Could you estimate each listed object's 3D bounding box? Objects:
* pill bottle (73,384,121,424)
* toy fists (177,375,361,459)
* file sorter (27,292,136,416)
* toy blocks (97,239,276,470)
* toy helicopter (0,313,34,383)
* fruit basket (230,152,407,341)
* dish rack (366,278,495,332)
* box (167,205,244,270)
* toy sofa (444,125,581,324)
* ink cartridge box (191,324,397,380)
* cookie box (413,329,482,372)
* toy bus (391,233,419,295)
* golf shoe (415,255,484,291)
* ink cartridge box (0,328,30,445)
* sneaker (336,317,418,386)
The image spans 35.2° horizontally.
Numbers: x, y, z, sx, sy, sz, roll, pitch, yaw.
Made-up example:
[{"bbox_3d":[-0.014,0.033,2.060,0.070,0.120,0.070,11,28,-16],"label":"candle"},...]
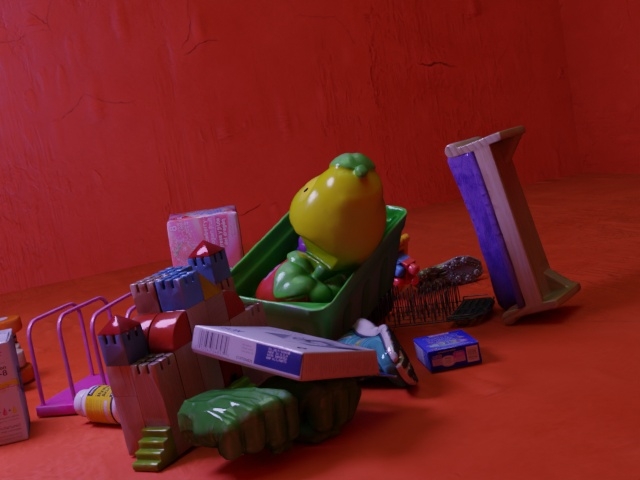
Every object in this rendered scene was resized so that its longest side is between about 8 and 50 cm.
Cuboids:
[{"bbox_3d":[-0.361,0.277,1.709,0.116,0.065,0.065,-5,9,37],"label":"pill bottle"},{"bbox_3d":[-0.058,0.244,1.423,0.142,0.096,0.279,-10,-4,43],"label":"toy fists"},{"bbox_3d":[-0.361,0.197,1.859,0.291,0.182,0.202,-7,8,18],"label":"file sorter"},{"bbox_3d":[-0.205,0.155,1.577,0.191,0.261,0.381,-6,12,32],"label":"toy blocks"},{"bbox_3d":[-0.701,0.265,1.991,0.235,0.140,0.355,-13,10,-11],"label":"toy helicopter"},{"bbox_3d":[0.000,0.000,1.874,0.283,0.392,0.392,8,15,29],"label":"fruit basket"},{"bbox_3d":[0.216,0.128,2.067,0.271,0.074,0.208,-7,9,19],"label":"dish rack"},{"bbox_3d":[-0.215,0.090,2.027,0.142,0.300,0.154,-8,8,-5],"label":"box"},{"bbox_3d":[0.349,-0.028,1.955,0.177,0.362,0.150,-18,2,32],"label":"toy sofa"},{"bbox_3d":[-0.034,0.162,1.486,0.223,0.045,0.224,8,0,40],"label":"ink cartridge box"},{"bbox_3d":[0.217,0.188,1.731,0.092,0.040,0.107,-11,8,-6],"label":"cookie box"},{"bbox_3d":[0.135,0.065,2.345,0.149,0.220,0.211,-29,48,-35],"label":"toy bus"},{"bbox_3d":[0.297,0.076,2.401,0.176,0.069,0.086,-11,1,-16],"label":"golf shoe"},{"bbox_3d":[-0.577,0.254,1.726,0.128,0.176,0.127,-12,7,-13],"label":"ink cartridge box"},{"bbox_3d":[0.080,0.205,1.676,0.110,0.107,0.275,-31,8,-13],"label":"sneaker"}]
